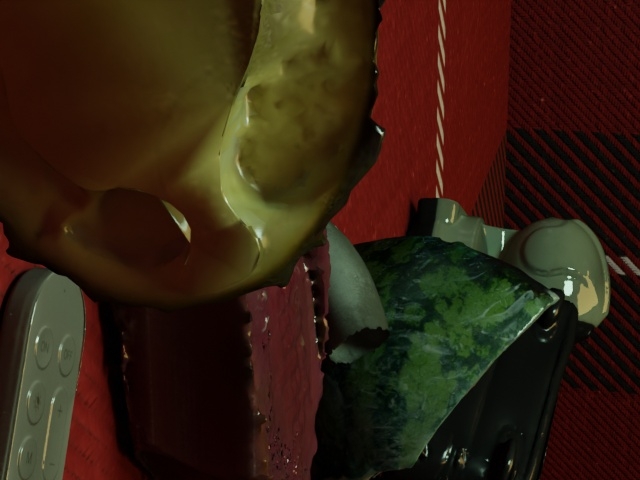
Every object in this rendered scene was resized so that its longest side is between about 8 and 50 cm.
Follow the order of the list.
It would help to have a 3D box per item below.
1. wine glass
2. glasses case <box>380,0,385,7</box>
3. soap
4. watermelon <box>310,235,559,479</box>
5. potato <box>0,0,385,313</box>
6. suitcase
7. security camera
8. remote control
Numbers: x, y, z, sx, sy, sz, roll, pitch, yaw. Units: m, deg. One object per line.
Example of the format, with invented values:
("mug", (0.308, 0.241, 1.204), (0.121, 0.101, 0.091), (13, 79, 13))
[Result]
("wine glass", (0.000, 0.000, 1.115), (0.066, 0.066, 0.198), (68, -1, -62))
("glasses case", (0.053, -0.367, 1.476), (0.105, 0.056, 0.266), (134, -35, -72))
("soap", (-0.064, 0.082, 0.982), (0.182, 0.112, 0.289), (-58, 151, -58))
("watermelon", (0.052, 0.113, 1.186), (0.305, 0.180, 0.224), (-47, -139, 41))
("potato", (-0.079, -0.128, 0.651), (0.285, 0.242, 0.242), (62, 24, -17))
("suitcase", (0.172, 0.235, 1.753), (0.339, 0.188, 0.345), (108, 2, -51))
("security camera", (0.262, 0.056, 1.972), (0.197, 0.277, 0.191), (55, 40, -70))
("remote control", (-0.162, 0.135, 0.765), (0.077, 0.022, 0.245), (42, 53, -71))
